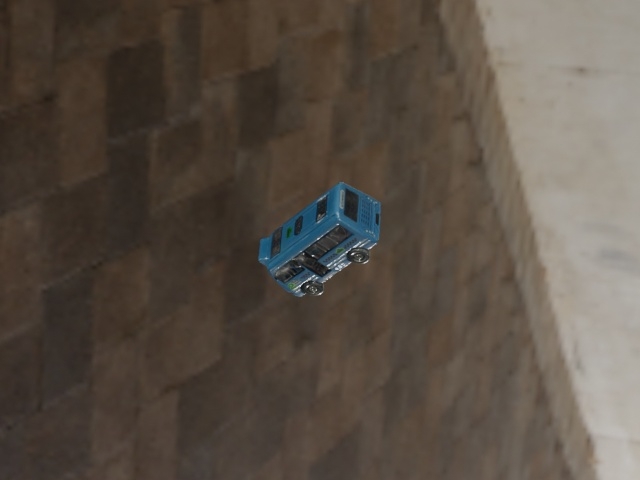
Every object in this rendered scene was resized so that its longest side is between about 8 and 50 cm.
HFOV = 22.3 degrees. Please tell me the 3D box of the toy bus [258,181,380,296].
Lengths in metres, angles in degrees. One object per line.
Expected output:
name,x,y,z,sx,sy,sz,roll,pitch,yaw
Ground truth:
toy bus,0.000,0.000,1.058,0.046,0.083,0.038,31,43,-28
